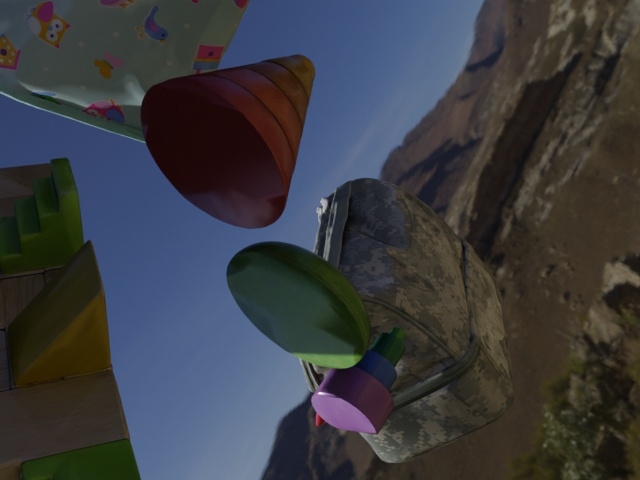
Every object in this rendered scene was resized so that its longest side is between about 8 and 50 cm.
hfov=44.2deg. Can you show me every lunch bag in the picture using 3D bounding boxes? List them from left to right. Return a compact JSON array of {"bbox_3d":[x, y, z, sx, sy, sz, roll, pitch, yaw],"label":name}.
[{"bbox_3d":[-0.218,-0.237,0.763,0.223,0.262,0.160,-59,21,28],"label":"lunch bag"},{"bbox_3d":[0.089,0.081,1.005,0.213,0.256,0.305,-29,24,24],"label":"lunch bag"}]

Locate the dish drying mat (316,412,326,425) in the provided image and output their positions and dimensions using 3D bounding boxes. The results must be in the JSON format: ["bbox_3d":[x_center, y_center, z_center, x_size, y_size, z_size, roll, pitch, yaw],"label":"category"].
[{"bbox_3d":[0.011,0.190,0.895,0.032,0.008,0.083,-16,-29,-13],"label":"dish drying mat"}]

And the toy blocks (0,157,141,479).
[{"bbox_3d":[-0.261,0.073,0.445,0.381,0.261,0.190,-125,33,-51],"label":"toy blocks"}]

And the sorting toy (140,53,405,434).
[{"bbox_3d":[0.000,0.000,0.628,0.126,0.127,0.365,-52,-47,-33],"label":"sorting toy"}]
